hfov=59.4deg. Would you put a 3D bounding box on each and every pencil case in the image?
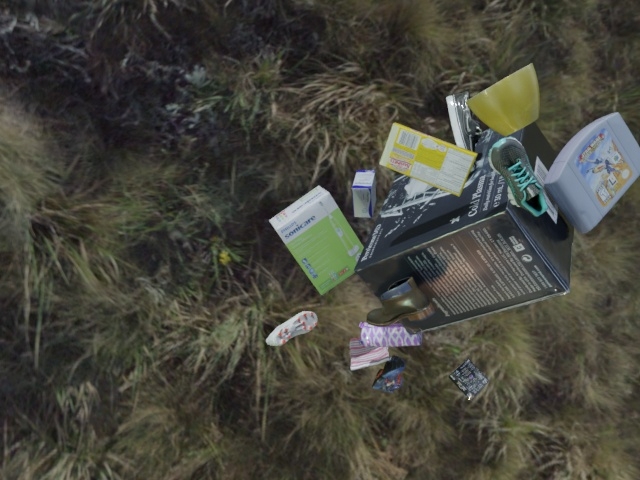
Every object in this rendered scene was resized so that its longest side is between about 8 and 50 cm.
[{"bbox_3d":[0.229,0.300,1.826,0.086,0.205,0.088,-62,143,-60],"label":"pencil case"}]

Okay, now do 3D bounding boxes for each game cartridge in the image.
[{"bbox_3d":[0.714,-0.187,1.454,0.297,0.062,0.198,-44,108,-16],"label":"game cartridge"}]

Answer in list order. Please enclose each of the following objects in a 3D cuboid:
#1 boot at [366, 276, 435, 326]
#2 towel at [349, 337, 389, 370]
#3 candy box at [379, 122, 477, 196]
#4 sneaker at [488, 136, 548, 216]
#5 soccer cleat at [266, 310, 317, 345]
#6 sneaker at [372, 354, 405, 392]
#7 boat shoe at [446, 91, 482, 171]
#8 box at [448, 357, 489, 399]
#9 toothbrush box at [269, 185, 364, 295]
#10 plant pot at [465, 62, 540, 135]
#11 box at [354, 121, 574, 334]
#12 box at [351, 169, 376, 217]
[{"bbox_3d":[0.186,0.155,1.445,0.082,0.219,0.106,-39,104,-43],"label":"boot"},{"bbox_3d":[0.173,0.395,2.034,0.144,0.197,0.029,-19,108,9],"label":"towel"},{"bbox_3d":[0.248,-0.189,1.305,0.027,0.205,0.105,-42,153,-59],"label":"candy box"},{"bbox_3d":[0.342,-0.104,0.946,0.065,0.076,0.166,-37,126,10],"label":"sneaker"},{"bbox_3d":[-0.090,0.276,1.771,0.196,0.076,0.068,-23,93,-44],"label":"soccer cleat"},{"bbox_3d":[0.258,0.476,1.987,0.087,0.221,0.083,26,55,2],"label":"sneaker"},{"bbox_3d":[0.383,-0.287,1.464,0.077,0.070,0.220,24,54,-66],"label":"boat shoe"},{"bbox_3d":[0.322,0.299,1.216,0.067,0.018,0.083,46,36,18],"label":"box"},{"bbox_3d":[0.000,0.000,1.833,0.206,0.122,0.283,-36,115,-3],"label":"toothbrush box"},{"bbox_3d":[0.355,-0.254,1.053,0.134,0.134,0.095,-31,95,-22],"label":"plant pot"},{"bbox_3d":[0.415,-0.044,1.575,0.297,0.471,0.480,47,43,-18],"label":"box"},{"bbox_3d":[0.160,-0.171,2.046,0.072,0.137,0.126,1,125,12],"label":"box"}]
